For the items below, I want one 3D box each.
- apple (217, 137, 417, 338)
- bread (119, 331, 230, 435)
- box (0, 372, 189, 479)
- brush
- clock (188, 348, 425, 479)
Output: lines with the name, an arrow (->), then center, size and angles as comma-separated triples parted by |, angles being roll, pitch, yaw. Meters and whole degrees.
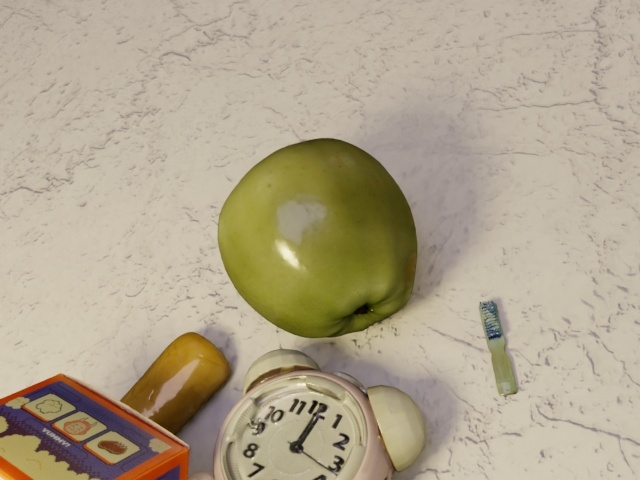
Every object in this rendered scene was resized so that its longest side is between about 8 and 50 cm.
apple -> 0.000, 0.000, 1.562 | 0.357, 0.357, 0.357 | -10, 57, 16
bread -> -0.308, 0.309, 1.654 | 0.142, 0.091, 0.305 | 31, 75, 39
box -> -0.407, 0.452, 1.399 | 0.318, 0.257, 0.349 | 19, 114, 31
brush -> 0.306, 0.182, 1.516 | 0.033, 0.030, 0.179 | -10, 57, 5
clock -> -0.023, 0.358, 1.457 | 0.342, 0.184, 0.326 | 19, 65, 24
